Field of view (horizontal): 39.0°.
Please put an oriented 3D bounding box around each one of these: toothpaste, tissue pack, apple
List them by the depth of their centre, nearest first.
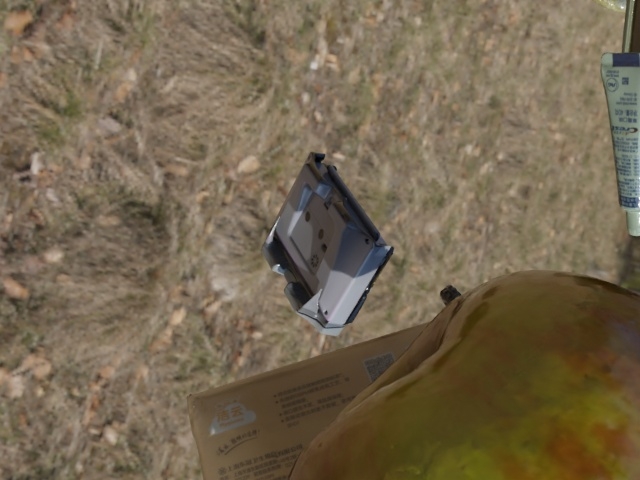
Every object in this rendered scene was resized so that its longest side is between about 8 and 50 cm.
[{"bbox_3d":[0.115,0.155,0.507,0.301,0.302,0.301,14,90,-83],"label":"apple"},{"bbox_3d":[0.040,0.255,0.971,0.238,0.306,0.238,164,-90,-85],"label":"tissue pack"},{"bbox_3d":[0.351,-0.106,1.016,0.037,0.062,0.216,-31,118,-39],"label":"toothpaste"}]

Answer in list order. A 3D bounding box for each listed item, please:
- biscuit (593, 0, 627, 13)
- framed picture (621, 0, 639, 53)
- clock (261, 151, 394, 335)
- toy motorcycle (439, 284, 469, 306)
[{"bbox_3d":[0.503,-0.512,1.624,0.040,0.188,0.265,122,-47,-60],"label":"biscuit"},{"bbox_3d":[0.415,-0.228,1.056,0.189,0.023,0.260,-122,-160,-51],"label":"framed picture"},{"bbox_3d":[0.000,0.000,1.406,0.186,0.083,0.253,-61,-140,27],"label":"clock"},{"bbox_3d":[0.204,0.115,1.107,0.084,0.118,0.212,-38,-172,-3],"label":"toy motorcycle"}]
